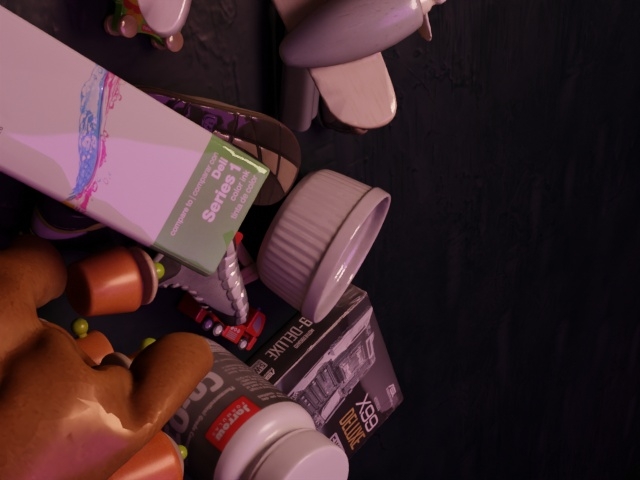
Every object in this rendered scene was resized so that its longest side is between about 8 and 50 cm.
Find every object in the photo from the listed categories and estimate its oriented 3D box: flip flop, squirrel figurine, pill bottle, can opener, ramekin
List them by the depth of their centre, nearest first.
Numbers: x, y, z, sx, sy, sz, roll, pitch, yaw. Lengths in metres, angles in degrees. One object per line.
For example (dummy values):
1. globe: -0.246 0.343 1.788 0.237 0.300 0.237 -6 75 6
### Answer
1. squirrel figurine: -0.359 0.101 0.653 0.370 0.281 0.397 53 33 -9
2. flip flop: -0.140 -0.121 0.992 0.277 0.080 0.112 14 107 -35
3. can opener: -0.033 -0.274 1.020 0.074 0.093 0.280 -64 160 -54
4. pill bottle: -0.109 0.255 1.074 0.161 0.283 0.161 -25 129 -36
5. ramekin: 0.000 0.000 1.132 0.207 0.109 0.207 -56 168 -18

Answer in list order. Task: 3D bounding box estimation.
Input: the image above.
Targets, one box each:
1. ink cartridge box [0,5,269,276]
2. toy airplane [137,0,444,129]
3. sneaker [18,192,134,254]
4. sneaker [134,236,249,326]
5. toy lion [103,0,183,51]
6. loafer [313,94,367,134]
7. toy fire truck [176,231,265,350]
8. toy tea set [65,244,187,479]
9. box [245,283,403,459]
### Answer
1. ink cartridge box: -0.215 -0.093 0.747 0.278 0.201 0.117 30 87 -26
2. toy airplane: -0.029 -0.348 0.768 0.386 0.272 0.384 27 76 -16
3. sneaker: -0.238 -0.032 0.952 0.235 0.084 0.097 -7 146 -47
4. sneaker: -0.165 0.041 0.988 0.132 0.086 0.228 -19 142 -12
5. toy lion: -0.189 -0.262 0.887 0.100 0.034 0.096 7 99 -49
6. loafer: 0.040 -0.268 1.084 0.096 0.084 0.267 -25 129 -36
7. toy fire truck: -0.127 0.063 1.130 0.135 0.047 0.192 -58 141 -7
8. toy tea set: -0.214 0.163 0.932 0.124 0.200 0.336 -15 135 -43
9. box: 0.008 0.247 1.359 0.242 0.076 0.307 -42 137 -22
